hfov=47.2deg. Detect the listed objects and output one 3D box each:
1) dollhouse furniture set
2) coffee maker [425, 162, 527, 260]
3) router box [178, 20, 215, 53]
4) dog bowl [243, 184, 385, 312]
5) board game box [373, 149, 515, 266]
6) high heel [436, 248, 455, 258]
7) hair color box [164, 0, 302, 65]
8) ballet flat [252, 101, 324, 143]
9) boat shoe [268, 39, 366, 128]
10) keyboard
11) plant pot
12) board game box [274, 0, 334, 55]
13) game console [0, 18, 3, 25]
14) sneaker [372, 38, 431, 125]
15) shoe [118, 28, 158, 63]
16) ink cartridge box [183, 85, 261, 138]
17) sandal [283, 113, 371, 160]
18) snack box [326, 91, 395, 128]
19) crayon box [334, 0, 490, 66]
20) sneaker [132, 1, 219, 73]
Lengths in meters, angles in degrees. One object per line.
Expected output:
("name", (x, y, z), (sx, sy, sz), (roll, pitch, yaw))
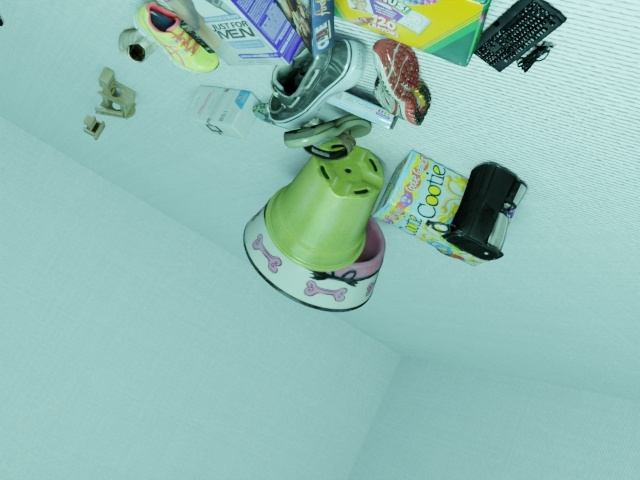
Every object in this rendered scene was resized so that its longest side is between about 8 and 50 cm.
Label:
("dollhouse furniture set", (-0.615, -0.381, 2.138), (0.101, 0.160, 0.182), (28, 166, -6))
("coffee maker", (0.339, -0.071, 1.554), (0.171, 0.178, 0.120), (34, 161, -34))
("router box", (-0.224, -0.438, 1.528), (0.122, 0.038, 0.092), (9, 158, 48))
("dog bowl", (0.000, 0.000, 2.042), (0.408, 0.408, 0.150), (28, 124, -5))
("board game box", (0.288, -0.070, 1.716), (0.275, 0.142, 0.144), (27, 165, -3))
("high heel", (0.326, -0.029, 1.874), (0.261, 0.093, 0.186), (32, 173, 14))
("hair color box", (-0.192, -0.453, 1.295), (0.185, 0.110, 0.339), (13, 158, 45))
("ballet flat", (-0.071, -0.296, 1.738), (0.189, 0.070, 0.070), (23, 165, 4))
("boat shoe", (-0.041, -0.319, 1.442), (0.119, 0.121, 0.335), (10, 162, -26))
("keyboard", (0.303, -0.299, 1.121), (0.100, 0.038, 0.192), (28, 166, -8))
("plant pot", (0.027, -0.104, 1.813), (0.276, 0.276, 0.254), (27, 142, -3))
("board game box", (-0.059, -0.413, 1.086), (0.243, 0.042, 0.165), (57, 172, 16))
("game console", (-0.984, -0.633, 2.048), (0.144, 0.085, 0.124), (27, 165, -2))
("sneaker", (0.130, -0.288, 1.350), (0.093, 0.088, 0.225), (20, 164, 27))
("shoe", (-0.444, -0.466, 1.761), (0.077, 0.058, 0.219), (34, 163, -27))
("ink cartridge box", (-0.245, -0.322, 1.831), (0.180, 0.104, 0.060), (16, 163, 36))
("sandal", (0.015, -0.207, 1.544), (0.120, 0.086, 0.303), (-12, -172, 30))
("snack box", (0.088, -0.271, 1.504), (0.141, 0.037, 0.100), (25, -167, 6))
("crayon box", (0.114, -0.377, 1.081), (0.279, 0.081, 0.165), (24, 165, 9))
("sneaker", (-0.308, -0.439, 1.588), (0.209, 0.081, 0.094), (32, 162, -17))
